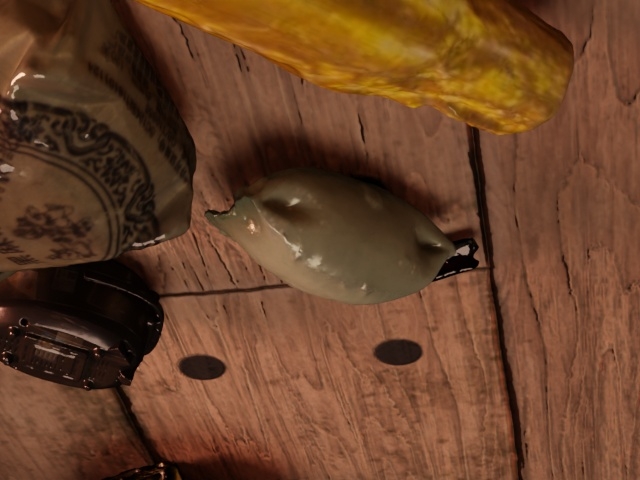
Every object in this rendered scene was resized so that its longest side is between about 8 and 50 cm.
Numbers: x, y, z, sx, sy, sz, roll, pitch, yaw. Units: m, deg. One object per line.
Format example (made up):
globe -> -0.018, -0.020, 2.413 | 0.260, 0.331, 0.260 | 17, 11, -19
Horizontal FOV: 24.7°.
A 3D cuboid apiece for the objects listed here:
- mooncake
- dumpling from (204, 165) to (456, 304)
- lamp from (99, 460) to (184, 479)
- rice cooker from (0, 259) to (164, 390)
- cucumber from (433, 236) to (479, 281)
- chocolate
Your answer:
mooncake -> -0.233, -0.070, 1.108 | 0.250, 0.136, 0.254 | -12, 140, 23
dumpling -> 0.005, -0.009, 1.226 | 0.216, 0.149, 0.105 | 12, 103, -24
lamp -> -0.172, 0.366, 1.593 | 0.305, 0.240, 0.305 | -15, -178, 1
rice cooker -> -0.227, 0.071, 1.320 | 0.165, 0.106, 0.112 | 19, 137, -4
cucumber -> 0.079, 0.025, 1.305 | 0.134, 0.033, 0.034 | -12, 179, 17
chocolate -> -0.022, -0.177, 0.942 | 0.445, 0.162, 0.162 | 24, 137, -29
